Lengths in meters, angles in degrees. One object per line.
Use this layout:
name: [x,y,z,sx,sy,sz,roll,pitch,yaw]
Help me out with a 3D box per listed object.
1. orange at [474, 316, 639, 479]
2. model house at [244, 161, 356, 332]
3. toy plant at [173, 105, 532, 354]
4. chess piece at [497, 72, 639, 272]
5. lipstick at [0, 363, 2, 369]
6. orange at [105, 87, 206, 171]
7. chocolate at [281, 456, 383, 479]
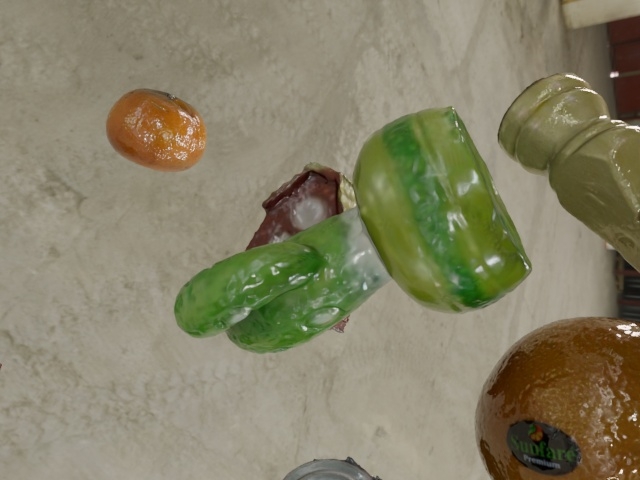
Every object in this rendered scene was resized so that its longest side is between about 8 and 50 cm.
orange: [0.238,0.165,0.420,0.206,0.206,0.206,-4,95,-53]
model house: [0.000,0.000,0.785,0.254,0.160,0.196,-66,153,-5]
toy plant: [0.023,0.019,0.477,0.224,0.315,0.185,12,54,-64]
chess piece: [0.237,-0.050,0.389,0.090,0.090,0.200,41,19,-46]
lipstick: [-0.729,0.322,1.054,0.025,0.025,0.107,103,0,-62]
orange: [-0.365,-0.249,1.085,0.224,0.224,0.170,2,111,-53]
chocolate: [0.000,0.414,0.653,0.147,0.221,0.222,52,49,-70]
